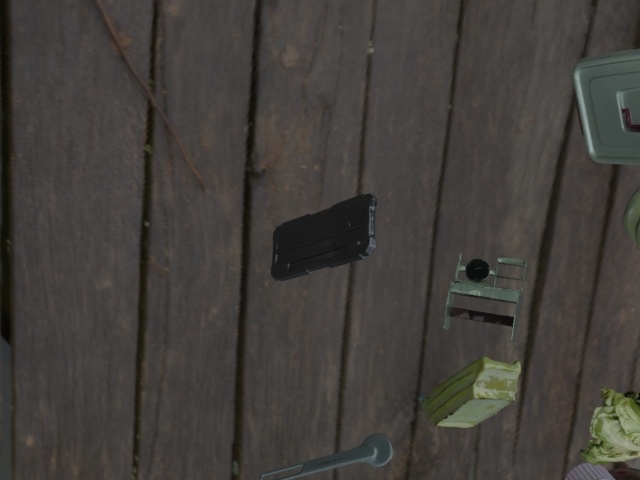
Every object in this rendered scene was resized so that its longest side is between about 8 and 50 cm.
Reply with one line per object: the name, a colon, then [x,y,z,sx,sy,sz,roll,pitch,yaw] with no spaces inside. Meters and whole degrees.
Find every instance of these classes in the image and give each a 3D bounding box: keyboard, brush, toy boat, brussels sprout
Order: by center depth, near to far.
brussels sprout: [0.272,0.166,0.761,0.085,0.058,0.085,17,90,-71]
keyboard: [0.000,0.000,1.362,0.016,0.262,0.106,15,69,-35]
toy boat: [0.276,0.295,1.590,0.111,0.276,0.084,6,64,-19]
brush: [0.009,0.420,1.596,0.266,0.062,0.027,-17,154,13]

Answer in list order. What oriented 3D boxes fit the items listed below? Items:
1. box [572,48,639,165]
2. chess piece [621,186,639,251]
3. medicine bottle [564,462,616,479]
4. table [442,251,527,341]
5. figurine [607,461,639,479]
box: [0.578,-0.232,1.389,0.168,0.294,0.193,-19,104,-23]
chess piece: [0.641,0.046,1.388,0.182,0.330,0.182,-4,132,-4]
medicine bottle: [0.368,0.353,1.047,0.083,0.203,0.083,-1,108,-5]
table: [0.346,0.113,1.777,0.062,0.146,0.175,28,71,-67]
figurine: [0.495,0.417,1.362,0.125,0.125,0.138,-62,153,0]
